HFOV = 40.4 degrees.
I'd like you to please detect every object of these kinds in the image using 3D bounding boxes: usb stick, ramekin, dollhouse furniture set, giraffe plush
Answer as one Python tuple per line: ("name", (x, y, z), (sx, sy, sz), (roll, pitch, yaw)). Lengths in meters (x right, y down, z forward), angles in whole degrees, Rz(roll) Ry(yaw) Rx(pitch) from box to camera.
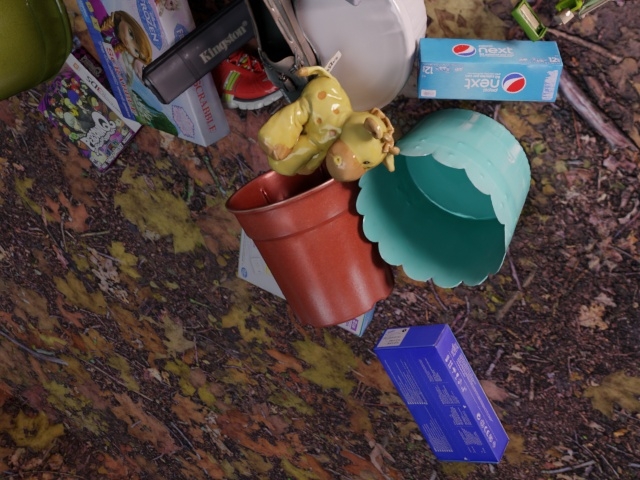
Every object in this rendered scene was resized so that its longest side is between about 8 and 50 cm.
("usb stick", (-0.182, -0.338, 1.483), (0.077, 0.278, 0.045), (55, 172, -35))
("ramekin", (0.046, -0.351, 1.400), (0.272, 0.127, 0.273), (20, 136, 20))
("dollhouse furniture set", (0.351, -0.346, 1.230), (0.059, 0.076, 0.151), (50, 138, -14))
("giraffe plush", (0.033, -0.160, 1.343), (0.170, 0.181, 0.210), (39, 112, 23))

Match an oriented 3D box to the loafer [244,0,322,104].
("loafer", (-0.070, -0.311, 1.356), (0.096, 0.084, 0.268), (5, 129, 32))

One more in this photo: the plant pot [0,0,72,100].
("plant pot", (-0.762, -0.400, 1.751), (0.366, 0.353, 0.367), (20, 136, 20))

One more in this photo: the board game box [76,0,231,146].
("board game box", (-0.325, -0.355, 1.623), (0.318, 0.066, 0.319), (22, 139, 46))

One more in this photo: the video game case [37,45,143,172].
("video game case", (-0.502, -0.281, 1.911), (0.210, 0.042, 0.232), (47, 138, -8))

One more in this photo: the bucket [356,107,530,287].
("bucket", (0.216, -0.077, 1.487), (0.281, 0.183, 0.281), (19, 135, 21))

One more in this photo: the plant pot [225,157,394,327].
("plant pot", (0.000, 0.000, 1.610), (0.272, 0.272, 0.265), (-8, 113, 39))

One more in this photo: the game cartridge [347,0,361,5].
("game cartridge", (0.048, -0.507, 1.211), (0.196, 0.060, 0.294), (36, 109, 9))

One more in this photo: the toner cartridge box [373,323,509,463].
("toner cartridge box", (0.268, 0.340, 1.909), (0.165, 0.075, 0.348), (-8, 121, 41))

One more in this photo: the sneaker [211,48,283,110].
("sneaker", (-0.143, -0.307, 1.593), (0.278, 0.107, 0.118), (-1, 121, 35))

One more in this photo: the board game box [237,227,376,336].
("board game box", (-0.022, 0.046, 1.854), (0.316, 0.064, 0.242), (25, 137, 14))

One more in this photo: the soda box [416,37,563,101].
("soda box", (0.253, -0.260, 1.321), (0.210, 0.071, 0.067), (3, 133, 2))
